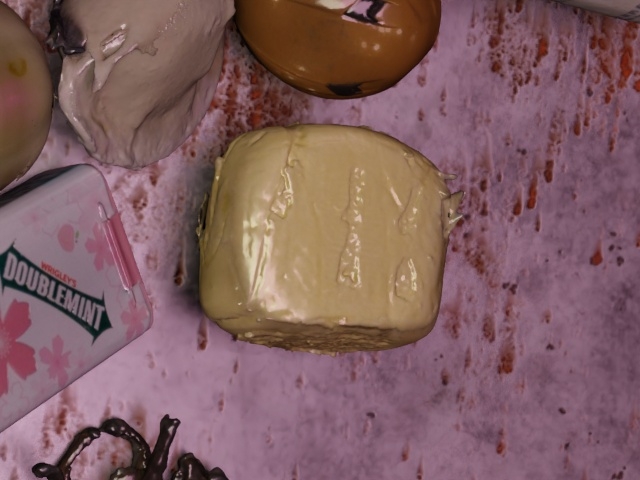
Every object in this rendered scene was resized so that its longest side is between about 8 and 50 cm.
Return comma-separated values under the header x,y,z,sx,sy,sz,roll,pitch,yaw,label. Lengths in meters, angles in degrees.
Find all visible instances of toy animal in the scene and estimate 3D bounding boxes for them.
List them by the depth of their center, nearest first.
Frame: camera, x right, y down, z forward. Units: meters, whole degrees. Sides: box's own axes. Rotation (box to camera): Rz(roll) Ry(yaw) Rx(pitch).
x,y,z,sx,sy,sz,roll,pitch,yaw,label
-0.202,0.261,1.975,0.232,0.084,0.148,-19,102,-23,toy animal

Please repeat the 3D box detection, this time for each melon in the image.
x,y,z,sx,sy,sz,roll,pitch,yaw,label
-0.394,-0.118,1.798,0.317,0.223,0.223,-20,101,-23,melon

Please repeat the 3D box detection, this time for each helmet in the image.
x,y,z,sx,sy,sz,roll,pitch,yaw,label
0.007,-0.225,1.957,0.224,0.130,0.198,16,124,0,helmet

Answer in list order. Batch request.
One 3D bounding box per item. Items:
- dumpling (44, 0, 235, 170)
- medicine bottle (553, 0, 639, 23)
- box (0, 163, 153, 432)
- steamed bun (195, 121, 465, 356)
x,y,z,sx,sy,sz,roll,pitch,yaw,label
-0.184,-0.198,1.924,0.163,0.204,0.293,26,56,6,dumpling
0.241,-0.350,2.058,0.332,0.190,0.190,11,89,-22,medicine bottle
-0.315,0.076,1.802,0.369,0.112,0.190,-33,108,-52,box
0.000,0.000,2.001,0.273,0.166,0.232,4,80,-28,steamed bun
